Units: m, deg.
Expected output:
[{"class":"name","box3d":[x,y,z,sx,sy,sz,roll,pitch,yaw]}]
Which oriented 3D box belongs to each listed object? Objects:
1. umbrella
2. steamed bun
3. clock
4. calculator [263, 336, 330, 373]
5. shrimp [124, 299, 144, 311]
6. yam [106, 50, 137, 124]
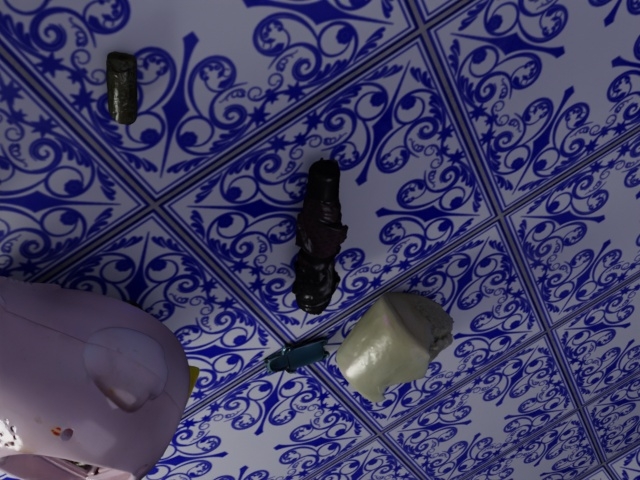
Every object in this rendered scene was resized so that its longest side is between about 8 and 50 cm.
[{"class":"umbrella","box3d":[0.000,0.000,1.302,0.094,0.090,0.326,5,131,-3]},{"class":"steamed bun","box3d":[0.155,0.234,1.543,0.200,0.170,0.225,15,123,-42]},{"class":"clock","box3d":[-0.408,0.223,1.136,0.376,0.251,0.368,36,139,-25]},{"class":"calculator","box3d":[-0.049,0.242,1.554,0.141,0.019,0.094,-17,135,-11]},{"class":"shrimp","box3d":[-0.318,0.188,1.326,0.090,0.079,0.233,-12,140,-10]},{"class":"yam","box3d":[-0.268,-0.206,1.007,0.043,0.043,0.094,-7,135,-21]}]
